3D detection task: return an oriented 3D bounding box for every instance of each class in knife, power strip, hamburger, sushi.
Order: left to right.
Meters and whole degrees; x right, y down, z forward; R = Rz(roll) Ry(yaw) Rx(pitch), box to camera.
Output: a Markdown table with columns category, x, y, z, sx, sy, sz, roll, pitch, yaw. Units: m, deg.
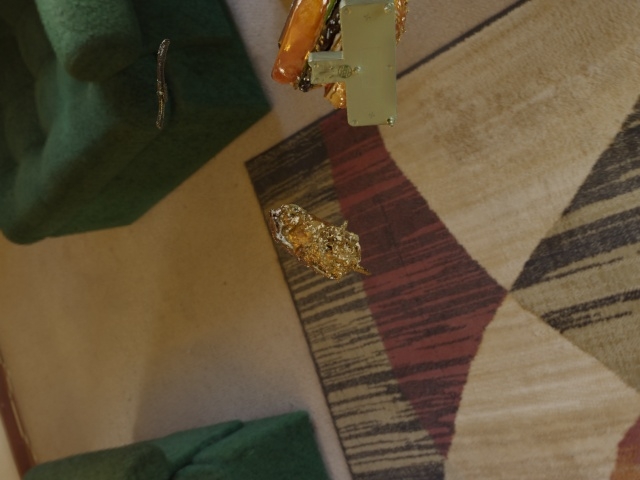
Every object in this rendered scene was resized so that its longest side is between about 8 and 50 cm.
| category | x | y | z | sx | sy | sz | roll | pitch | yaw |
| --- | --- | --- | --- | --- | --- | --- | --- | --- | --- |
| knife | -0.392 | -0.386 | 1.497 | 0.021 | 0.045 | 0.222 | 10 | 101 | 14 |
| sushi | -0.002 | 0.004 | 0.594 | 0.060 | 0.118 | 0.062 | -150 | 77 | -72 |
| hamburger | 0.041 | -0.411 | 1.211 | 0.225 | 0.291 | 0.291 | 24 | 119 | -8 |
| power strip | 0.053 | -0.288 | 1.005 | 0.145 | 0.061 | 0.216 | -3 | 130 | 6 |
